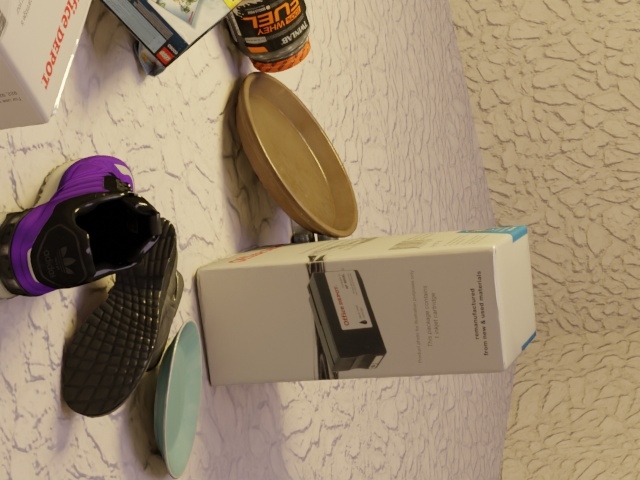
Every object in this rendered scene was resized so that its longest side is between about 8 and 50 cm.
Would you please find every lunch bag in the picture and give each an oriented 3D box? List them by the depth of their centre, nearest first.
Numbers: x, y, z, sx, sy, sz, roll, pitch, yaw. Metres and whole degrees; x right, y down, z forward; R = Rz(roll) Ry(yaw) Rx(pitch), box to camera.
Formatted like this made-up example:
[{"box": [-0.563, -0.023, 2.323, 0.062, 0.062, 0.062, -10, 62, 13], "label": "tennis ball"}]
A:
[{"box": [-0.195, -0.247, 1.772, 0.071, 0.053, 0.083, -65, 170, -61], "label": "lunch bag"}]

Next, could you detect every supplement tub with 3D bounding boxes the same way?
[{"box": [-0.083, -0.340, 2.063, 0.117, 0.117, 0.190, -79, 155, -45], "label": "supplement tub"}]

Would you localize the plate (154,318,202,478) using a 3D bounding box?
[{"box": [-0.169, 0.184, 1.694, 0.188, 0.024, 0.188, 3, 90, -83], "label": "plate"}]

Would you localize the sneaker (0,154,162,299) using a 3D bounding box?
[{"box": [-0.218, -0.015, 1.448, 0.293, 0.146, 0.102, -54, 135, -65], "label": "sneaker"}]

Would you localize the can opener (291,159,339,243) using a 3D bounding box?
[{"box": [0.000, 0.000, 2.280, 0.093, 0.074, 0.280, -35, 117, -72], "label": "can opener"}]

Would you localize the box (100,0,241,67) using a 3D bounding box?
[{"box": [-0.187, -0.304, 1.704, 0.159, 0.044, 0.233, 46, 26, -7], "label": "box"}]

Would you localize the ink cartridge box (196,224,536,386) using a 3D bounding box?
[{"box": [0.070, 0.084, 1.936, 0.285, 0.395, 0.166, -19, 104, -72], "label": "ink cartridge box"}]

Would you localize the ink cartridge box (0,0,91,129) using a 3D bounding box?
[{"box": [-0.319, -0.254, 1.262, 0.273, 0.115, 0.198, 65, 25, -45], "label": "ink cartridge box"}]

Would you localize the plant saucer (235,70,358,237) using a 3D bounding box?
[{"box": [-0.039, -0.119, 2.109, 0.278, 0.041, 0.278, 48, 22, -27], "label": "plant saucer"}]

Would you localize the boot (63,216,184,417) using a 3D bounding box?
[{"box": [-0.198, 0.107, 1.582, 0.161, 0.083, 0.246, 86, 19, -59], "label": "boot"}]
